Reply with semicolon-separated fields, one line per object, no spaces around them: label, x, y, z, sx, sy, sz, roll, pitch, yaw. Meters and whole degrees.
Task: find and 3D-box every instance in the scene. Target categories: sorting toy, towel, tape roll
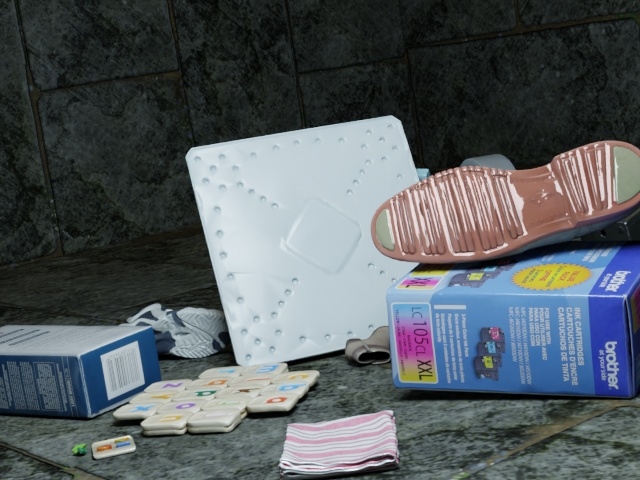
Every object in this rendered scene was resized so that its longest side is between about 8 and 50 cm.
sorting toy;-0.294;0.280;1.673;0.083;0.012;0.062;-10;9;-12
towel;0.023;0.247;1.525;0.144;0.029;0.197;-7;8;3
tape roll;0.371;-0.076;2.699;0.072;0.219;0.219;-11;9;-14

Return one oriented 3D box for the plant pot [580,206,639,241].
plant pot;0.578;-0.009;2.235;0.167;0.188;0.188;-28;17;-28

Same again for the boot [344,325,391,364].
boot;0.095;0.170;1.957;0.118;0.042;0.087;-12;15;-13

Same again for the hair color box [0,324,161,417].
hair color box;-0.445;0.207;1.998;0.347;0.105;0.174;-2;10;35

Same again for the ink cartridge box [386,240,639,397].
ink cartridge box;0.323;0.101;1.715;0.395;0.151;0.270;1;17;25

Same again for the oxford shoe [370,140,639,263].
oxford shoe;0.272;-0.030;1.769;0.396;0.141;0.146;-10;-19;8

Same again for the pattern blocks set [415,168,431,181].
pattern blocks set;0.164;-0.014;2.318;0.285;0.325;0.026;-4;45;33

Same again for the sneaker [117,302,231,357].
sneaker;-0.259;0.153;2.210;0.234;0.094;0.153;-17;16;9

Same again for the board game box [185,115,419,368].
board game box;0.000;0.000;2.089;0.389;0.390;0.050;-11;-17;-16

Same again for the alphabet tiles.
alphabet tiles;-0.150;0.232;1.824;0.277;0.021;0.284;-6;8;16
